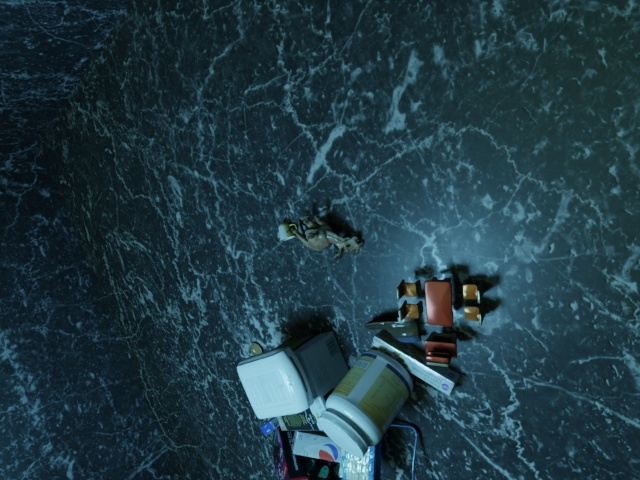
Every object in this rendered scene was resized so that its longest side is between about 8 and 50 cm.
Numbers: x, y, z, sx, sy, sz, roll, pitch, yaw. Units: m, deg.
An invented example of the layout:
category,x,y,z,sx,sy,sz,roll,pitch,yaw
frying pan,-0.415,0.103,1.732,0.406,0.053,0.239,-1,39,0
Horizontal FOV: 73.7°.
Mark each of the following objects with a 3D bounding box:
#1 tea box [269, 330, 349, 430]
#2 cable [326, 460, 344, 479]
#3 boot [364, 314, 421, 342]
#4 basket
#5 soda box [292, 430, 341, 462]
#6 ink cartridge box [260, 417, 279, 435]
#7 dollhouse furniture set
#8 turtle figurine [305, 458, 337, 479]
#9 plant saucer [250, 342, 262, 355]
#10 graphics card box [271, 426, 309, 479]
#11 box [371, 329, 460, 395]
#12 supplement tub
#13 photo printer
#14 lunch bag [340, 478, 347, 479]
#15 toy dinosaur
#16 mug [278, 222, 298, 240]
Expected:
category,x,y,z,sx,sy,sz,roll,pitch,yaw
tea box,-0.057,0.595,1.806,0.323,0.220,0.329,-22,90,40
cable,0.079,1.036,1.976,0.287,0.072,0.139,43,148,35
boot,0.261,0.328,1.552,0.219,0.082,0.106,-19,90,39
basket,0.226,0.832,1.664,0.288,0.201,0.255,3,77,22
soda box,0.028,0.866,1.799,0.286,0.098,0.091,13,77,-5
ink cartridge box,-0.175,0.814,1.983,0.046,0.207,0.097,53,130,12
dollhouse furniture set,0.381,0.250,1.361,0.262,0.135,0.259,-1,104,27
turtle figurine,-0.001,1.105,1.966,0.175,0.118,0.234,-1,124,13
plant saucer,-0.316,0.547,2.131,0.083,0.015,0.083,13,112,35
graphics card box,-0.146,1.047,1.989,0.371,0.094,0.233,-118,33,-58
box,0.336,0.433,1.540,0.324,0.067,0.063,27,120,30
supplement tub,0.161,0.578,1.530,0.228,0.316,0.228,31,146,24
photo printer,-0.171,0.555,1.669,0.307,0.107,0.256,-29,84,40
lunch bag,0.108,1.135,1.839,0.303,0.115,0.243,-32,113,19
toy dinosaur,0.000,0.000,1.634,0.295,0.127,0.200,10,148,53
mug,-0.138,-0.040,1.770,0.062,0.078,0.064,136,116,-72
